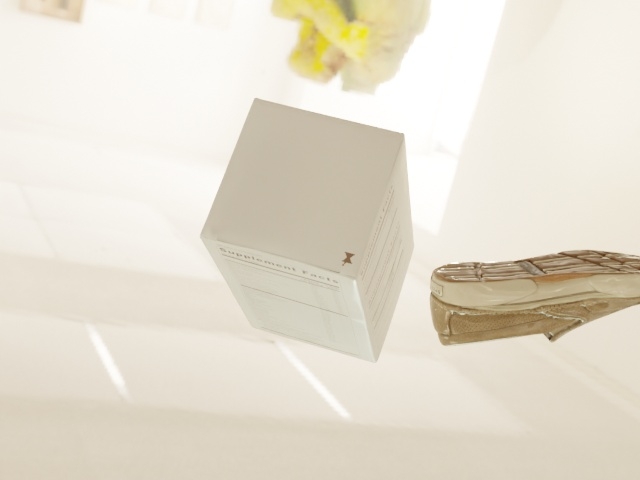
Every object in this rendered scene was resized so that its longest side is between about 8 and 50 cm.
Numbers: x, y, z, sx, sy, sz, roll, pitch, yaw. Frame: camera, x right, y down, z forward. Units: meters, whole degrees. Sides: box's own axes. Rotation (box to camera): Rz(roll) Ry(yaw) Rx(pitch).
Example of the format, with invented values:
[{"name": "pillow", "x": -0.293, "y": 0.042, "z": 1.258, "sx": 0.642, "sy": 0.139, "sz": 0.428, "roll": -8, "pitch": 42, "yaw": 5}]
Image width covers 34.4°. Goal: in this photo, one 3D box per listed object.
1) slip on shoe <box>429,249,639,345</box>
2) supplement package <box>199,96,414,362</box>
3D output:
[{"name": "slip on shoe", "x": 0.126, "y": 0.033, "z": 0.553, "sx": 0.135, "sy": 0.041, "sz": 0.051, "roll": -4, "pitch": -164, "yaw": -9}, {"name": "supplement package", "x": 0.000, "y": 0.000, "z": 0.924, "sx": 0.139, "sy": 0.134, "sz": 0.244, "roll": 15, "pitch": 161, "yaw": 12}]
